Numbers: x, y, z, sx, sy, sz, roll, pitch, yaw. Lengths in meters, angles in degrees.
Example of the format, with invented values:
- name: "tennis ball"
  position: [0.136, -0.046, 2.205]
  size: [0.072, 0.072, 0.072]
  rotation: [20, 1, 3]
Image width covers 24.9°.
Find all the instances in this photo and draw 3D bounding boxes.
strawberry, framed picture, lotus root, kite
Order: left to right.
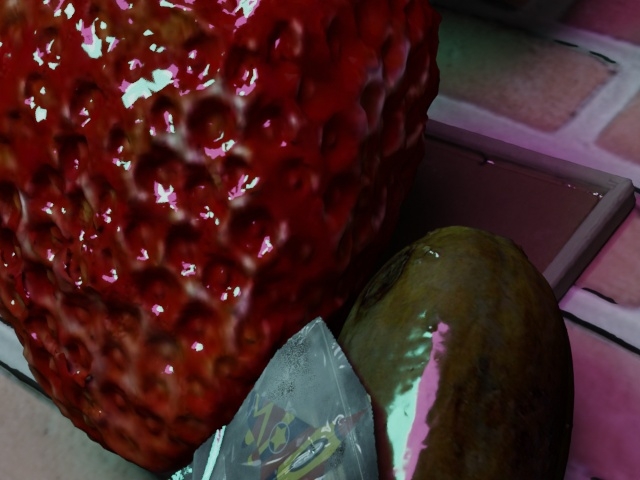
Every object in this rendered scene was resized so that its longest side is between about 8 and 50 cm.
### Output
- name: "kite"
  position: [-0.065, 0.144, 0.686]
  size: [0.245, 0.015, 0.141]
  rotation: [-38, 36, 20]
- name: "strawberry"
  position: [-0.069, -0.060, 0.826]
  size: [0.291, 0.310, 0.292]
  rotation: [-11, 15, 3]
- name: "framed picture"
  position: [0.000, 0.000, 0.913]
  size: [0.324, 0.020, 0.240]
  rotation: [20, 57, 36]
- name: "lotus root"
  position: [0.055, 0.102, 0.698]
  size: [0.123, 0.124, 0.241]
  rotation: [2, 62, 37]
